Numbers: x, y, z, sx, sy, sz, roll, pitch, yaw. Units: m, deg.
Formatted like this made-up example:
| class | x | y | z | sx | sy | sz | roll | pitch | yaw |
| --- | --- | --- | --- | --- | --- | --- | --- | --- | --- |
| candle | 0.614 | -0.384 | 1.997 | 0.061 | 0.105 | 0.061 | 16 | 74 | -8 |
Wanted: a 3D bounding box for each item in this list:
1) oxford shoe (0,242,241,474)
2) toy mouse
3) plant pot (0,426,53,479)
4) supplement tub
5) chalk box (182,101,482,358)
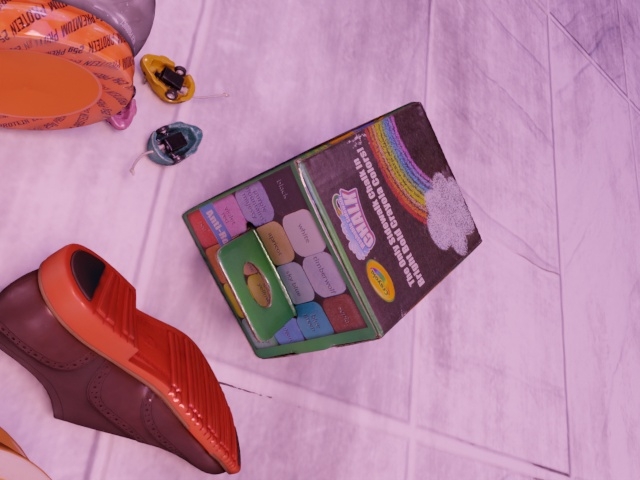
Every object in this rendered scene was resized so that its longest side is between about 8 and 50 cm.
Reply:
| class | x | y | z | sx | sy | sz | roll | pitch | yaw |
| --- | --- | --- | --- | --- | --- | --- | --- | --- | --- |
| oxford shoe | -0.159 | 0.120 | 0.561 | 0.271 | 0.098 | 0.097 | 57 | 8 | -32 |
| toy mouse | -0.172 | -0.119 | 0.658 | 0.161 | 0.031 | 0.143 | 27 | 58 | -36 |
| plant pot | -0.234 | 0.184 | 0.373 | 0.205 | 0.188 | 0.205 | 18 | 64 | -40 |
| supplement tub | -0.233 | -0.262 | 0.533 | 0.193 | 0.193 | 0.316 | 7 | 72 | -44 |
| chalk box | 0.000 | 0.000 | 0.685 | 0.289 | 0.179 | 0.180 | -32 | 100 | -45 |
